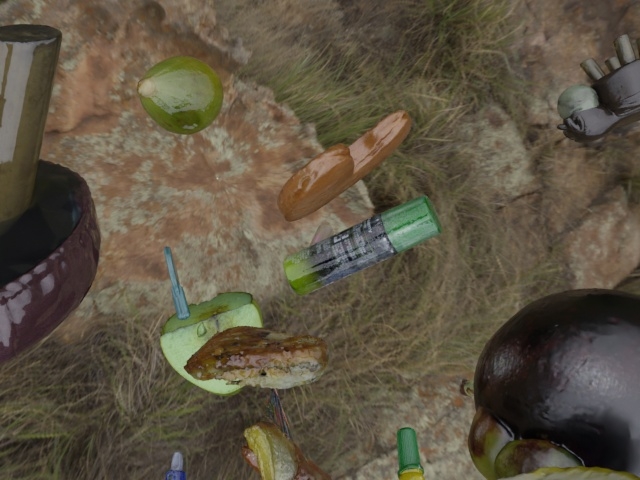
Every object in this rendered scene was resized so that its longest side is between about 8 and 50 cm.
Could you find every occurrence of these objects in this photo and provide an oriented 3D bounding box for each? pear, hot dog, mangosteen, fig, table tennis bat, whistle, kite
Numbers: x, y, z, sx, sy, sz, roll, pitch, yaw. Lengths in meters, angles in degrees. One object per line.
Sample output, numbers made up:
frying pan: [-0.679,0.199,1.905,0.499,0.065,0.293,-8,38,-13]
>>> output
pear: [-0.269,0.290,1.799,0.292,0.159,0.293,-1,96,-7]
hot dog: [-0.038,0.383,1.020,0.093,0.123,0.261,-46,101,-7]
mangosteen: [0.324,0.206,0.756,0.296,0.314,0.297,2,124,3]
fig: [-0.376,-0.378,1.756,0.207,0.207,0.230,56,48,-9]
table tennis bat: [-0.369,0.109,1.688,0.033,0.124,0.201,-16,67,-9]
whistle: [-0.199,0.330,0.898,0.033,0.029,0.083,-13,53,16]
kite: [-0.110,0.434,1.633,0.014,0.241,0.184,-17,61,4]

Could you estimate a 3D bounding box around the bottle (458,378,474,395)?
bottle: [0.378,0.366,1.638,0.047,0.101,0.063,-21,81,-24]

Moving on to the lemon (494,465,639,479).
lemon: [0.165,0.366,0.483,0.363,0.364,0.365,-1,95,-9]

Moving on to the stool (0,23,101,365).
stool: [-0.291,-0.041,0.432,0.271,0.272,0.179,-1,124,-9]

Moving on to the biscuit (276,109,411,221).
biscuit: [0.033,-0.088,0.761,0.192,0.186,0.036,-37,86,-13]

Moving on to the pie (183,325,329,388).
pie: [-0.118,0.228,1.282,0.308,0.308,0.086,1,92,-9]

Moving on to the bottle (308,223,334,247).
bottle: [0.000,0.000,1.719,0.045,0.096,0.045,13,131,15]

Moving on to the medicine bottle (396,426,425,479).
medicine bottle: [0.246,0.654,1.772,0.111,0.076,0.309,20,48,-26]

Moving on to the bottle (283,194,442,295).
bottle: [0.084,0.012,1.365,0.329,0.093,0.093,-25,99,18]

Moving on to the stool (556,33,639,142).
stool: [0.436,-0.223,0.988,0.217,0.125,0.121,-21,81,-4]
